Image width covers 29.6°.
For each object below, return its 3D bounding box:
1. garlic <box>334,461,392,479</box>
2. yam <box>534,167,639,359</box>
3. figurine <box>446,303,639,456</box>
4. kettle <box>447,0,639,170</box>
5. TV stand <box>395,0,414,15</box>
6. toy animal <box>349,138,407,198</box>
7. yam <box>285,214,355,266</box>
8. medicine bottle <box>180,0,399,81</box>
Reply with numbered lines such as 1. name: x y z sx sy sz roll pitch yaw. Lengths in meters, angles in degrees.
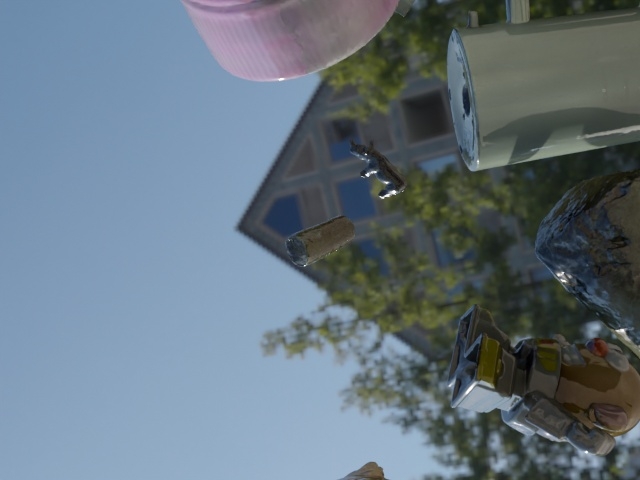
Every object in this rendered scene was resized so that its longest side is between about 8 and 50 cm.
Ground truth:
1. garlic: 0.089 0.376 1.253 0.203 0.281 0.185 -64 -5 6
2. yam: 0.440 0.041 1.615 0.300 0.195 0.195 44 -144 -13
3. figurine: 0.342 0.211 1.798 0.343 0.284 0.167 -75 5 -51
4. kettle: 0.348 -0.249 1.730 0.205 0.317 0.265 83 179 -72
5. TV stand: 0.163 -0.486 1.863 0.088 0.270 0.083 30 -161 -8
6. toy animal: 0.102 -0.135 2.191 0.136 0.065 0.047 49 -116 -7
7. yam: 0.000 0.000 1.885 0.132 0.054 0.054 -25 -79 -48
8. medicine bottle: -0.080 -0.335 0.996 0.388 0.219 0.219 61 -150 -41
